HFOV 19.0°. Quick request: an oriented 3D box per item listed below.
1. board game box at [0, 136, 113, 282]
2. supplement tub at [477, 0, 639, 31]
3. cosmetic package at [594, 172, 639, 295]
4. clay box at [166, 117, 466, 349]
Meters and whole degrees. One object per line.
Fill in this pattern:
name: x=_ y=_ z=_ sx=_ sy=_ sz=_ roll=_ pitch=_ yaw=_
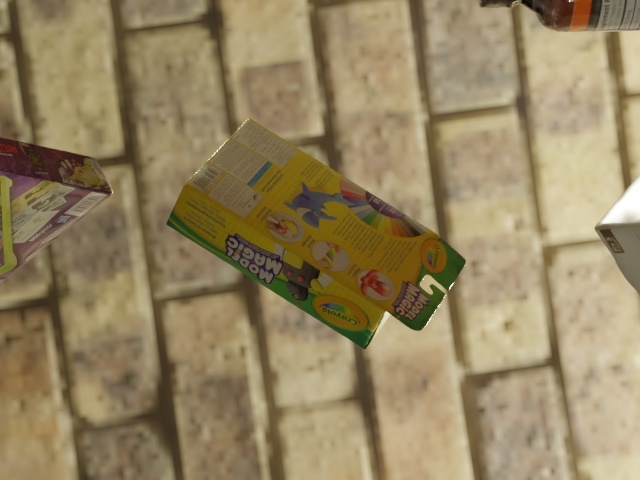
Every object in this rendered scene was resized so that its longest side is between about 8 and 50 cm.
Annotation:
board game box: x=-0.373 y=0.028 z=1.716 sx=0.056 sy=0.347 sz=0.208 roll=59 pitch=21 yaw=15
supplement tub: x=0.198 y=-0.186 z=1.217 sx=0.106 sy=0.197 sz=0.106 roll=179 pitch=-90 yaw=-90
cosmetic package: x=0.365 y=-0.046 z=1.737 sx=0.117 sy=0.231 sz=0.085 roll=51 pitch=-28 yaw=-20
clay box: x=0.000 y=0.000 z=1.563 sx=0.127 sy=0.222 sz=0.053 roll=-51 pitch=172 yaw=-52
